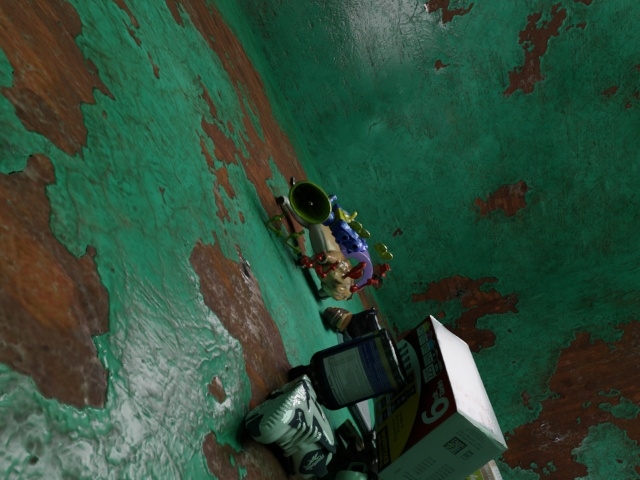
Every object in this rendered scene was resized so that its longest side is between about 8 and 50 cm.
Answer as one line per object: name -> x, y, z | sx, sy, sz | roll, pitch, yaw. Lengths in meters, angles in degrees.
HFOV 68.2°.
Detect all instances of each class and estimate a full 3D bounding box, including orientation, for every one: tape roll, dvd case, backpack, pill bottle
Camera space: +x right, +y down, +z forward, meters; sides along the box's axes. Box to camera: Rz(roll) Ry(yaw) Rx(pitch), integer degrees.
tape roll -> 0.097, 0.099, 1.770 | 0.080, 0.189, 0.189 | -95, 161, -64
dvd case -> 0.109, 0.465, 1.471 | 0.238, 0.030, 0.179 | -92, 159, -64
backpack -> 0.155, 0.328, 1.650 | 0.182, 0.152, 0.115 | -114, -177, -66
pill bottle -> 0.054, 0.269, 0.956 | 0.123, 0.219, 0.122 | -22, 90, -81

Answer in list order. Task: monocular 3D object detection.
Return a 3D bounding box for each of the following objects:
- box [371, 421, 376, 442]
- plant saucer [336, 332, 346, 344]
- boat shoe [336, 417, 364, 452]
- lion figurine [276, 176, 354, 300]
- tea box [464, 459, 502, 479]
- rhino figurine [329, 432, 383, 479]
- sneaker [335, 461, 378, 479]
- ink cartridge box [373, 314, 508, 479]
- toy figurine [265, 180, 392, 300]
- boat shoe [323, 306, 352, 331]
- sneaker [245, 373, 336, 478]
box -> 0.188, 0.634, 1.373 | 0.220, 0.051, 0.175 | 23, 57, -78
plant saucer -> 0.101, 0.397, 1.636 | 0.067, 0.018, 0.192 | -102, 166, -52
boat shoe -> 0.084, 0.506, 1.147 | 0.152, 0.049, 0.056 | 63, -10, -6
lion figurine -> 0.000, 0.000, 1.517 | 0.240, 0.142, 0.392 | 19, 56, -61
tea box -> 0.469, 0.896, 1.603 | 0.329, 0.324, 0.220 | 49, 23, -58
rhino figurine -> 0.092, 0.482, 1.037 | 0.243, 0.073, 0.106 | 24, 53, -52
sneaker -> 0.095, 0.516, 0.911 | 0.256, 0.094, 0.151 | 55, 35, -50
ink cartridge box -> 0.198, 0.354, 0.977 | 0.130, 0.272, 0.309 | 38, 19, -11
toy figurine -> 0.025, -0.032, 1.353 | 0.362, 0.191, 0.217 | 41, 17, -17
boat shoe -> 0.056, 0.249, 1.545 | 0.073, 0.073, 0.207 | 29, -10, 15
sneaker -> -0.032, 0.308, 0.737 | 0.153, 0.094, 0.235 | 61, -3, 8
